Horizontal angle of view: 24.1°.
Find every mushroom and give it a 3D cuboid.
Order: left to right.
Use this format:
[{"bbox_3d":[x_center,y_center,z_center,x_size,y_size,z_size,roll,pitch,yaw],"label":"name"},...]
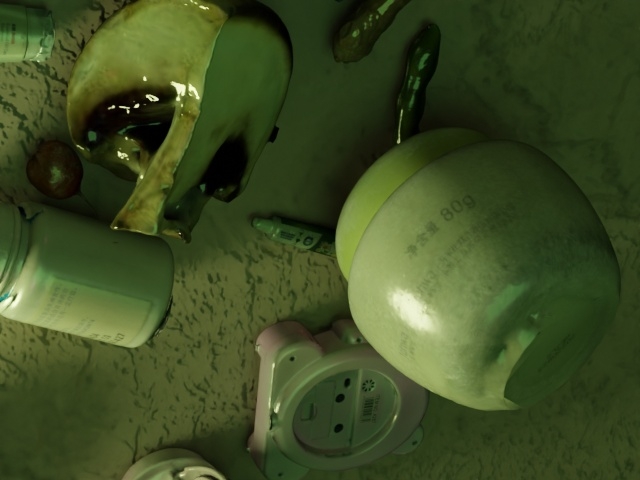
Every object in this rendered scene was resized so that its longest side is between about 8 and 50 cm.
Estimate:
[{"bbox_3d":[-0.162,-0.155,1.751,0.217,0.212,0.292,-17,119,-66],"label":"mushroom"}]

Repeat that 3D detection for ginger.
[{"bbox_3d":[0.079,-0.279,1.809,0.173,0.051,0.069,-39,162,4],"label":"ginger"}]

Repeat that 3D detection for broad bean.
[{"bbox_3d":[0.121,-0.165,1.902,0.069,0.039,0.226,-20,126,-33],"label":"broad bean"}]

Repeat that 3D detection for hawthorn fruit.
[{"bbox_3d":[-0.296,-0.071,1.759,0.103,0.067,0.067,39,97,-17],"label":"hawthorn fruit"}]

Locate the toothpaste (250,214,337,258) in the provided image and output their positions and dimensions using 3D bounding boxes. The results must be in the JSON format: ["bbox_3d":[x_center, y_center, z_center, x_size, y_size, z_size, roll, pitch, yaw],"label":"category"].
[{"bbox_3d":[0.000,0.000,1.943,0.204,0.031,0.049,15,111,-30],"label":"toothpaste"}]

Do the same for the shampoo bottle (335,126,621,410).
[{"bbox_3d":[0.195,0.036,1.846,0.322,0.317,0.322,-20,134,-23],"label":"shampoo bottle"}]

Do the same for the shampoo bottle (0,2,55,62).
[{"bbox_3d":[-0.400,-0.230,1.650,0.212,0.049,0.072,-1,112,-22],"label":"shampoo bottle"}]

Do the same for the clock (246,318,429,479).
[{"bbox_3d":[0.030,0.214,2.033,0.248,0.090,0.227,-5,118,-22],"label":"clock"}]

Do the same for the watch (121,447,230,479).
[{"bbox_3d":[-0.184,0.421,1.969,0.244,0.231,0.196,-40,126,-3],"label":"watch"}]

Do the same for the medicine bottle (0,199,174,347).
[{"bbox_3d":[-0.313,0.033,1.766,0.258,0.143,0.143,17,108,-30],"label":"medicine bottle"}]
